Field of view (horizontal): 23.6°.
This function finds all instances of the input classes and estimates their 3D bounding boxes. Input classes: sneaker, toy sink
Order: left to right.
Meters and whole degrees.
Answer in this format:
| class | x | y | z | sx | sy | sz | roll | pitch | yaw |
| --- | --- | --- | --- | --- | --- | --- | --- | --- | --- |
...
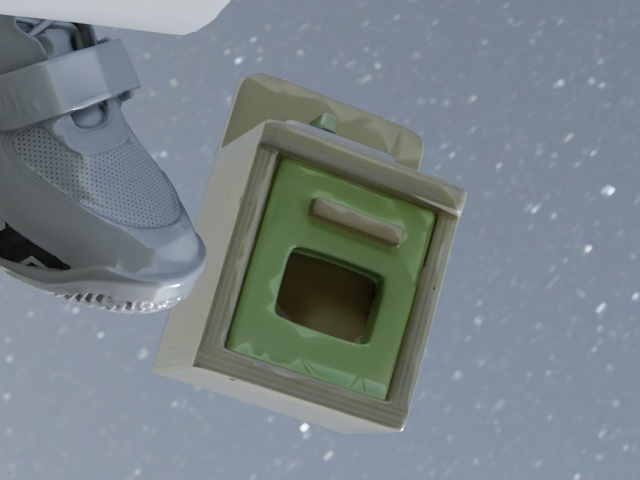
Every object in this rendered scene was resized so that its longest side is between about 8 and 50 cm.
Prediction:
| class | x | y | z | sx | sy | sz | roll | pitch | yaw |
| --- | --- | --- | --- | --- | --- | --- | --- | --- | --- |
| sneaker | -0.172 | -0.136 | 0.891 | 0.366 | 0.137 | 0.210 | 47 | -55 | 6 |
| toy sink | 0.000 | 0.000 | 1.052 | 0.152 | 0.234 | 0.131 | 20 | -14 | -16 |

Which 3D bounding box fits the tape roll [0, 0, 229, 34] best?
| class | x | y | z | sx | sy | sz | roll | pitch | yaw |
| --- | --- | --- | --- | --- | --- | --- | --- | --- | --- |
| tape roll | -0.075 | -0.211 | 0.479 | 0.286 | 0.100 | 0.286 | -175 | -90 | -70 |
